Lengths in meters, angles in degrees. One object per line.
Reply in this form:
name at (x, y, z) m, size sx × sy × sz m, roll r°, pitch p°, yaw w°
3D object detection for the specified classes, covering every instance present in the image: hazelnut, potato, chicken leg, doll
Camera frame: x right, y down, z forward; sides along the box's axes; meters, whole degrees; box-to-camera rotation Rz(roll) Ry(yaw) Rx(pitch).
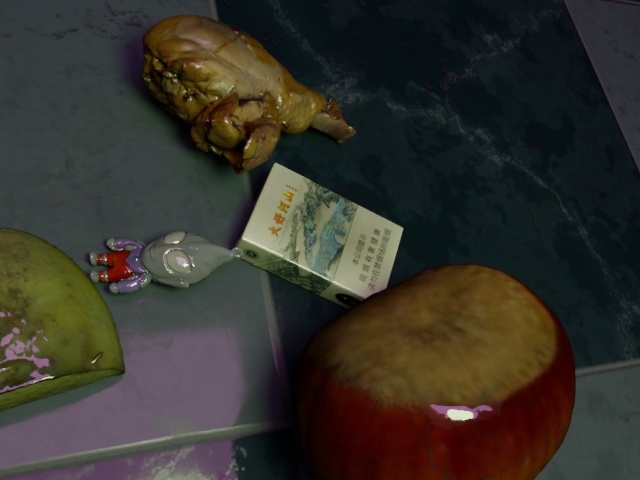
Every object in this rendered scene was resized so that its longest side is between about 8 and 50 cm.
hazelnut at (0.155, 0.219, 0.916) m, size 0.409 × 0.359 × 0.359 m, roll -18°, pitch 74°, yaw -34°
potato at (-0.417, 0.085, 0.851) m, size 0.269 × 0.112 × 0.255 m, roll -12°, pitch 70°, yaw -30°
chicken leg at (-0.107, -0.215, 1.101) m, size 0.409 × 0.182 × 0.295 m, roll 16°, pitch 41°, yaw -35°
doll at (-0.230, 0.031, 0.982) m, size 0.227 × 0.075 × 0.102 m, roll -4°, pitch 57°, yaw -13°

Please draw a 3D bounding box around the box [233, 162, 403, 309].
box at (0.000, 0.000, 1.097) m, size 0.256 × 0.069 × 0.164 m, roll 26°, pitch 58°, yaw -10°
